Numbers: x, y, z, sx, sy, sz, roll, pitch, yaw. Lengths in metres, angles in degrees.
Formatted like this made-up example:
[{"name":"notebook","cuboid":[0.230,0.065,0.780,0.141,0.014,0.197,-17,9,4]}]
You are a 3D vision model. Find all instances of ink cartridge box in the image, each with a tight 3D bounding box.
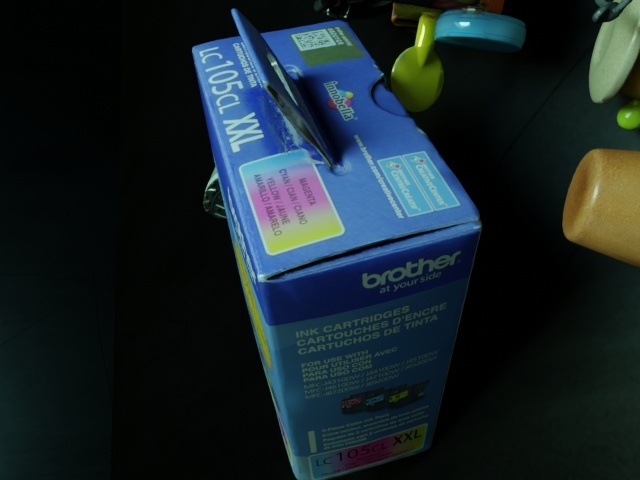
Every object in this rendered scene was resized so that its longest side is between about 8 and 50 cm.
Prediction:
[{"name":"ink cartridge box","cuboid":[0.000,0.000,0.512,0.395,0.151,0.270,89,164,-47]}]

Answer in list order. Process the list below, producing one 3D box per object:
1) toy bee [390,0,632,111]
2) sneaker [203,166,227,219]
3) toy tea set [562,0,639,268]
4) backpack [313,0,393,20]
[{"name":"toy bee","cuboid":[0.092,-0.216,0.440,0.298,0.162,0.195,130,148,-79]},{"name":"sneaker","cuboid":[-0.119,-0.142,0.978,0.271,0.100,0.108,-57,25,33]},{"name":"toy tea set","cuboid":[0.242,-0.134,0.310,0.200,0.124,0.336,-66,-13,-49]},{"name":"backpack","cuboid":[0.039,-0.323,0.634,0.152,0.182,0.115,55,137,21]}]
